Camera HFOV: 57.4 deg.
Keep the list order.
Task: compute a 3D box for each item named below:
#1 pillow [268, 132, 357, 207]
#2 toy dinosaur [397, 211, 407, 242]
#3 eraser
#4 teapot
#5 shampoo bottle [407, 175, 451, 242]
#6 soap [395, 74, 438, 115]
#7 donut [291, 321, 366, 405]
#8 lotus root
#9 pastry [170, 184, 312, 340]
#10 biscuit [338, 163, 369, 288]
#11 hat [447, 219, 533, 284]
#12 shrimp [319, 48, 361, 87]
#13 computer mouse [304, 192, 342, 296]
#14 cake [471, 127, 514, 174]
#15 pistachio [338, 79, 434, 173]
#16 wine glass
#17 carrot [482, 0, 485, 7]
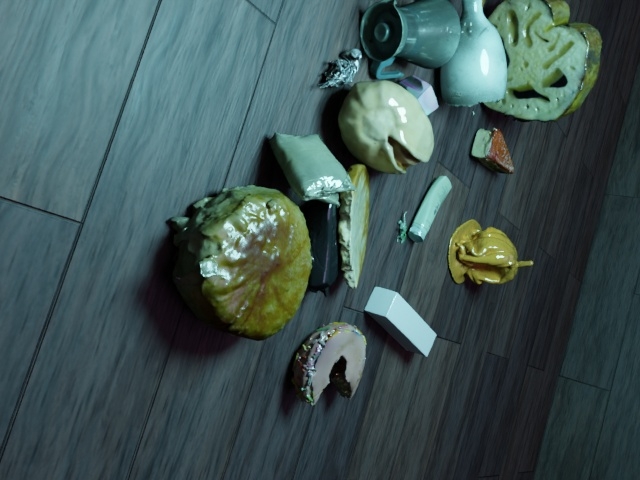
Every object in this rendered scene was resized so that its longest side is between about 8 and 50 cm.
[{"bbox_3d":[-0.023,-0.156,1.211,0.134,0.181,0.078,-4,143,-42],"label":"pillow"},{"bbox_3d":[0.238,-0.033,1.653,0.083,0.021,0.062,-60,144,-15],"label":"toy dinosaur"},{"bbox_3d":[0.234,0.237,1.673,0.298,0.076,0.078,45,66,-45],"label":"eraser"},{"bbox_3d":[0.211,-0.489,1.417,0.225,0.171,0.203,-16,142,-40],"label":"teapot"},{"bbox_3d":[0.321,-0.092,1.714,0.213,0.049,0.072,-61,142,-19],"label":"shampoo bottle"},{"bbox_3d":[0.237,-0.362,1.469,0.056,0.149,0.100,-33,128,-2],"label":"soap"},{"bbox_3d":[0.024,0.294,1.431,0.232,0.085,0.199,15,89,-50],"label":"donut"},{"bbox_3d":[0.633,-0.536,1.758,0.111,0.375,0.391,-26,81,-44],"label":"lotus root"},{"bbox_3d":[-0.134,0.040,1.141,0.329,0.136,0.330,-13,108,-47],"label":"pastry"},{"bbox_3d":[0.082,-0.054,1.389,0.205,0.040,0.309,-68,160,-48],"label":"biscuit"},{"bbox_3d":[0.578,0.050,1.911,0.244,0.233,0.234,45,64,-46],"label":"hat"},{"bbox_3d":[0.046,-0.380,1.313,0.165,0.056,0.065,-48,148,-44],"label":"shrimp"},{"bbox_3d":[0.000,0.000,1.328,0.147,0.088,0.265,-25,118,-72],"label":"computer mouse"},{"bbox_3d":[0.579,-0.302,1.937,0.220,0.086,0.117,13,92,-49],"label":"cake"},{"bbox_3d":[0.160,-0.259,1.386,0.318,0.193,0.214,29,36,-61],"label":"pistachio"},{"bbox_3d":[0.419,-0.543,1.609,0.190,0.190,0.357,-32,122,-41],"label":"wine glass"},{"bbox_3d":[0.429,-0.604,1.722,0.057,0.057,0.224,7,100,-50],"label":"carrot"}]
